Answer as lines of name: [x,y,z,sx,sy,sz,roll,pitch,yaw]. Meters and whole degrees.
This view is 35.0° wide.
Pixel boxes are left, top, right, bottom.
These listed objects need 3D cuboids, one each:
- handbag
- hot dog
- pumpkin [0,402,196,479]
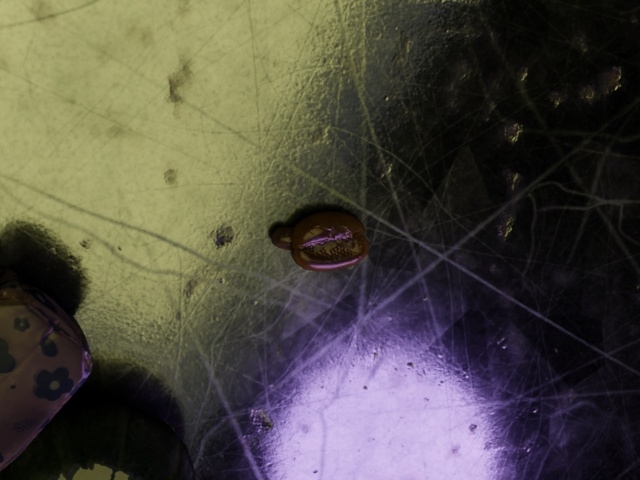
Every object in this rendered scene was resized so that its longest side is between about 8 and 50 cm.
handbag: [-0.443,0.168,1.378,0.251,0.193,0.190,-47,116,1]
hot dog: [0.001,0.002,1.508,0.140,0.060,0.090,-14,105,-16]
pumpkin: [-0.323,0.377,1.459,0.300,0.207,0.300,-3,106,-12]
